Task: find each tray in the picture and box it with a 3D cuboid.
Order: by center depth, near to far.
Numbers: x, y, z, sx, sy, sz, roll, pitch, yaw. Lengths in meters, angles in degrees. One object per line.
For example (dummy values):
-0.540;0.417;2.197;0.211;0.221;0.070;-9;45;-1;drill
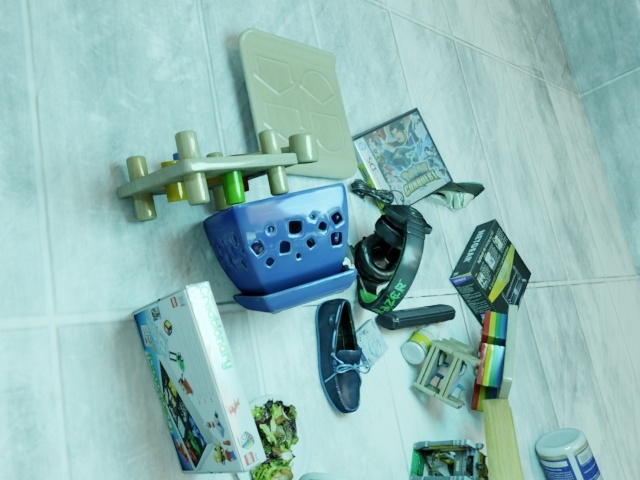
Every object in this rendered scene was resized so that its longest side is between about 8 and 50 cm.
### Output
0.422;0.551;1.310;0.411;0.076;0.203;-46;127;-71;tray

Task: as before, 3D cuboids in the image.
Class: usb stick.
0.261;0.202;1.548;0.278;0.077;0.045;-1;101;-44;usb stick

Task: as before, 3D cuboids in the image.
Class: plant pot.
-0.075;0.021;1.156;0.236;0.236;0.212;-16;93;-25;plant pot

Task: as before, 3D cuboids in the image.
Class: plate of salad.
-0.086;0.405;1.143;0.199;0.048;0.200;19;61;-37;plate of salad

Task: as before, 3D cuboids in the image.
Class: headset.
0.148;-0.004;1.436;0.185;0.243;0.394;23;40;-13;headset

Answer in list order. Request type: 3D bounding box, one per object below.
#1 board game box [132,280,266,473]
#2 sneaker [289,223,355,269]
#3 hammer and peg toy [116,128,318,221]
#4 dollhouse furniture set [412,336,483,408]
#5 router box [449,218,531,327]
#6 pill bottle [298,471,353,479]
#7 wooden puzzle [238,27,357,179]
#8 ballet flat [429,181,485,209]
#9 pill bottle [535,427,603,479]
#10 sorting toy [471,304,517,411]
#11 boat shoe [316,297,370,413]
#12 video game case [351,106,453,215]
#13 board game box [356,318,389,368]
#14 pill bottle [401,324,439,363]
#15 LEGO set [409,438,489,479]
-0.213;0.239;0.985;0.053;0.193;0.305;-14;84;-46;board game box
0.000;0.000;1.384;0.234;0.078;0.106;37;44;-29;sneaker
-0.180;-0.126;1.134;0.361;0.266;0.127;-12;91;-46;hammer and peg toy
0.351;0.343;1.518;0.183;0.129;0.129;13;100;-61;dollhouse furniture set
0.554;0.115;1.863;0.243;0.081;0.309;54;45;-13;router box
-0.010;0.620;1.013;0.204;0.204;0.361;45;48;-21;pill bottle
-0.062;-0.328;1.463;0.322;0.080;0.348;-1;78;-44;wooden puzzle
0.412;-0.149;1.840;0.280;0.095;0.096;7;78;-31;ballet flat
0.777;0.727;1.768;0.153;0.153;0.265;-19;87;-47;pill bottle
0.478;0.350;1.611;0.255;0.089;0.257;-67;159;-44;sorting toy
0.047;0.257;1.304;0.109;0.089;0.258;-5;76;-45;boat shoe
0.235;-0.228;1.676;0.275;0.035;0.248;-29;94;-29;video game case
0.121;0.253;1.428;0.090;0.020;0.090;-33;97;-46;board game box
0.269;0.271;1.532;0.116;0.065;0.065;-32;96;-46;pill bottle
0.342;0.620;1.361;0.255;0.192;0.331;42;49;-24;LEGO set
